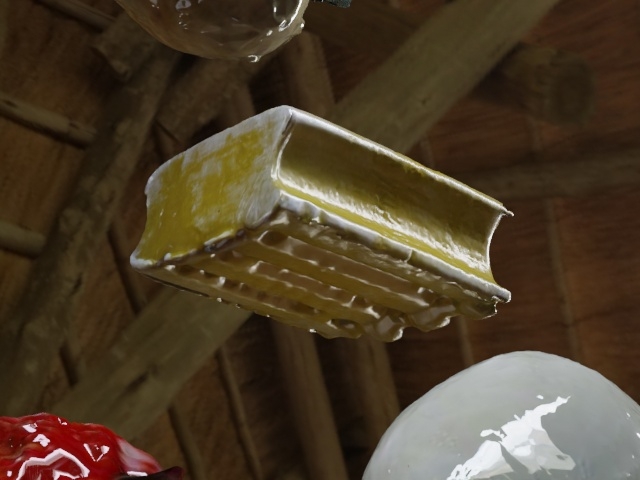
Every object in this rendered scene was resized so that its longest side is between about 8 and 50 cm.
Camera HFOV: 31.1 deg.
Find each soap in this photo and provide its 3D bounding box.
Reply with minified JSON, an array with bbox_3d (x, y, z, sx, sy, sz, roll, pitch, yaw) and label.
[{"bbox_3d":[0.000,0.000,1.302,0.335,0.293,0.156,20,-113,-33],"label":"soap"}]

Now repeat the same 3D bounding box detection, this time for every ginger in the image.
[{"bbox_3d":[-0.136,-0.260,0.838,0.155,0.244,0.304,-45,-30,6],"label":"ginger"}]

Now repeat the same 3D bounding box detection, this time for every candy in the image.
[{"bbox_3d":[0.160,0.224,0.884,0.295,0.295,0.185,-33,-21,-13],"label":"candy"}]

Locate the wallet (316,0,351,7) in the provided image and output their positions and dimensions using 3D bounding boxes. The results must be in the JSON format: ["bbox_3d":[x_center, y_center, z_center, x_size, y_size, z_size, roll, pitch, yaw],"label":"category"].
[{"bbox_3d":[-0.103,-0.372,1.300,0.342,0.237,0.075,18,-102,-6],"label":"wallet"}]

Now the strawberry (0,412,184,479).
[{"bbox_3d":[-0.251,0.260,0.825,0.292,0.310,0.291,-29,-55,-53],"label":"strawberry"}]
